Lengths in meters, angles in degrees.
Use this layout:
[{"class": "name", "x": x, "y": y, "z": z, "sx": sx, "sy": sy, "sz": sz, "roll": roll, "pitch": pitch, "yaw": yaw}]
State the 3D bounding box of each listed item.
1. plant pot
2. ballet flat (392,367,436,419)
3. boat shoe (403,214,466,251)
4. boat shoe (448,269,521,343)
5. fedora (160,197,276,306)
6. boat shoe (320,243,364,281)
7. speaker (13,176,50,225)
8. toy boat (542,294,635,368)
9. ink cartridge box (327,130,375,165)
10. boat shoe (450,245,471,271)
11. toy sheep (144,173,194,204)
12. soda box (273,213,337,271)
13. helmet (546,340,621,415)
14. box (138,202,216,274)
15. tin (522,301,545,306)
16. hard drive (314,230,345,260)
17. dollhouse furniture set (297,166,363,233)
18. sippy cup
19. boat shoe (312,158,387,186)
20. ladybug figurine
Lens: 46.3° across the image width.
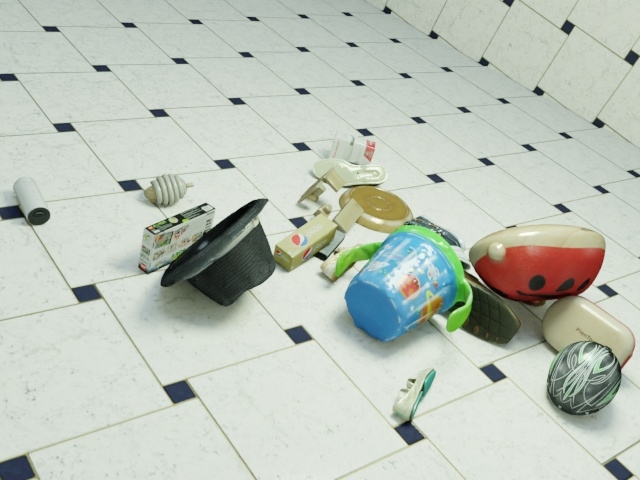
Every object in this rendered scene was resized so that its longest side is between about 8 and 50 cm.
[{"class": "plant pot", "x": 0.172, "y": -0.101, "z": 2.238, "sx": 0.236, "sy": 0.032, "sz": 0.236, "roll": 12, "pitch": 33, "yaw": -8}, {"class": "ballet flat", "x": 0.199, "y": 0.317, "z": 1.597, "sx": 0.052, "sy": 0.057, "sz": 0.168, "roll": 18, "pitch": 30, "yaw": 19}, {"class": "boat shoe", "x": 0.325, "y": -0.008, "z": 2.149, "sx": 0.083, "sy": 0.065, "sz": 0.183, "roll": -19, "pitch": 42, "yaw": -41}, {"class": "boat shoe", "x": 0.364, "y": 0.130, "z": 1.894, "sx": 0.324, "sy": 0.123, "sz": 0.120, "roll": 36, "pitch": 28, "yaw": 14}, {"class": "fedora", "x": -0.201, "y": 0.047, "z": 1.683, "sx": 0.153, "sy": 0.334, "sz": 0.334, "roll": 53, "pitch": 32, "yaw": -10}, {"class": "boat shoe", "x": 0.058, "y": 0.043, "z": 1.933, "sx": 0.059, "sy": 0.063, "sz": 0.170, "roll": 35, "pitch": 36, "yaw": 15}, {"class": "speaker", "x": -0.688, "y": -0.094, "z": 1.783, "sx": 0.055, "sy": 0.055, "sz": 0.136, "roll": -8, "pitch": 40, "yaw": -35}, {"class": "toy boat", "x": 0.679, "y": 0.242, "z": 1.895, "sx": 0.231, "sy": 0.151, "sz": 0.151, "roll": 40, "pitch": 8, "yaw": 30}, {"class": "ink cartridge box", "x": 0.100, "y": -0.284, "z": 2.416, "sx": 0.135, "sy": 0.099, "sz": 0.056, "roll": 16, "pitch": 32, "yaw": -4}, {"class": "boat shoe", "x": 0.318, "y": 0.052, "z": 2.027, "sx": 0.226, "sy": 0.083, "sz": 0.076, "roll": -4, "pitch": 37, "yaw": -32}, {"class": "toy sheep", "x": -0.397, "y": -0.136, "z": 1.962, "sx": 0.132, "sy": 0.091, "sz": 0.091, "roll": -19, "pitch": 44, "yaw": -18}, {"class": "soda box", "x": -0.038, "y": 0.004, "z": 1.916, "sx": 0.061, "sy": 0.058, "sz": 0.181, "roll": 36, "pitch": 49, "yaw": 22}, {"class": "helmet", "x": 0.603, "y": 0.314, "z": 1.714, "sx": 0.169, "sy": 0.170, "sz": 0.161, "roll": 38, "pitch": 20, "yaw": 29}, {"class": "box", "x": -0.337, "y": -0.008, "z": 1.769, "sx": 0.036, "sy": 0.114, "sz": 0.207, "roll": 32, "pitch": 34, "yaw": 22}, {"class": "tin", "x": 0.581, "y": 0.114, "z": 2.110, "sx": 0.106, "sy": 0.040, "sz": 0.190, "roll": 10, "pitch": 33, "yaw": -4}, {"class": "hard drive", "x": 0.000, "y": 0.000, "z": 2.008, "sx": 0.094, "sy": 0.022, "sz": 0.135, "roll": 26, "pitch": 33, "yaw": 12}, {"class": "dollhouse furniture set", "x": 0.019, "y": -0.091, "z": 2.143, "sx": 0.151, "sy": 0.123, "sz": 0.144, "roll": 47, "pitch": 46, "yaw": -7}, {"class": "sippy cup", "x": 0.183, "y": 0.114, "z": 1.760, "sx": 0.224, "sy": 0.305, "sz": 0.240, "roll": -34, "pitch": 102, "yaw": -39}, {"class": "boat shoe", "x": 0.088, "y": -0.205, "z": 2.335, "sx": 0.232, "sy": 0.084, "sz": 0.079, "roll": 6, "pitch": -5, "yaw": -7}, {"class": "ladybug figurine", "x": 0.557, "y": 0.064, "z": 1.905, "sx": 0.449, "sy": 0.305, "sz": 0.162, "roll": 5, "pitch": 72, "yaw": -43}]
